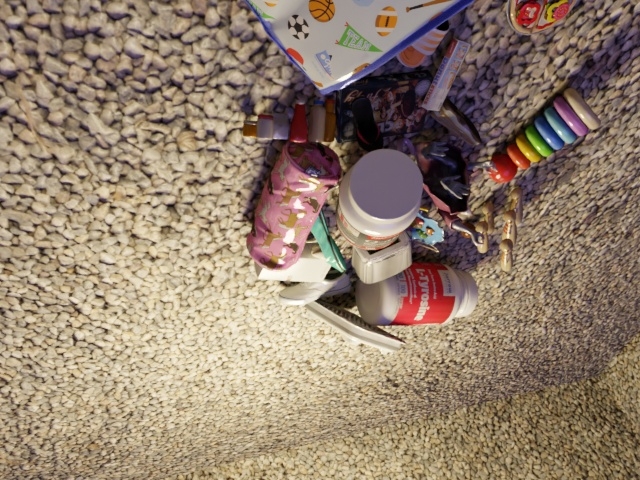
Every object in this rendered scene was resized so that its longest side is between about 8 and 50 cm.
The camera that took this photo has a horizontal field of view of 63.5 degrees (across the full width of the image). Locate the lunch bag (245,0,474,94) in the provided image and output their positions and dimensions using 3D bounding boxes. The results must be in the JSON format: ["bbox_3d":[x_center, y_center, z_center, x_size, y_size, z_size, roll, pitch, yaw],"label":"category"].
[{"bbox_3d":[0.052,-0.494,0.929,0.385,0.239,0.328,-32,121,25],"label":"lunch bag"}]

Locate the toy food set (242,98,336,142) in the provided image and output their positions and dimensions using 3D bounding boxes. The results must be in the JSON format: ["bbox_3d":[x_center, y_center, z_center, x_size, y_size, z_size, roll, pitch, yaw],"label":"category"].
[{"bbox_3d":[-0.071,-0.297,1.258,0.232,0.111,0.105,2,104,-10],"label":"toy food set"}]

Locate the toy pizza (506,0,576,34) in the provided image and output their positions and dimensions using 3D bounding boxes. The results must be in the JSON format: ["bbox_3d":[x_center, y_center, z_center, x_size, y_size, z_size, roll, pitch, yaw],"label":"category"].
[{"bbox_3d":[0.543,-0.586,1.237,0.201,0.032,0.201,-11,138,-10],"label":"toy pizza"}]

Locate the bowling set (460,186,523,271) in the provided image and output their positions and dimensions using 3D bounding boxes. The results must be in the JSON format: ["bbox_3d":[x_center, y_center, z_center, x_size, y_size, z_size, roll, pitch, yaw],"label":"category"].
[{"bbox_3d":[0.564,-0.047,1.731,0.199,0.287,0.154,5,138,22],"label":"bowling set"}]

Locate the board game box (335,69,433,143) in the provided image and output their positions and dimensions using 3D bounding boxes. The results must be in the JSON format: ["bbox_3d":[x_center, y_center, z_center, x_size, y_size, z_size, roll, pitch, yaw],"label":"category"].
[{"bbox_3d":[0.159,-0.344,1.337,0.243,0.042,0.165,-11,138,-11],"label":"board game box"}]

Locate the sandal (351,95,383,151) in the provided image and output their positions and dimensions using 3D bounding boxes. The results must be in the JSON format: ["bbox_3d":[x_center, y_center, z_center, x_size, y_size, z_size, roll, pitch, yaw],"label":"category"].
[{"bbox_3d":[0.120,-0.285,1.321,0.067,0.040,0.179,-24,139,4],"label":"sandal"}]

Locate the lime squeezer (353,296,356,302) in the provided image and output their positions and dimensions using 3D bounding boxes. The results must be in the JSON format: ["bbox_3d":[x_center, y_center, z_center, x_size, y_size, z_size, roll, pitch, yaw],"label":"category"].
[{"bbox_3d":[0.264,0.259,2.042,0.310,0.059,0.110,-1,106,-19],"label":"lime squeezer"}]

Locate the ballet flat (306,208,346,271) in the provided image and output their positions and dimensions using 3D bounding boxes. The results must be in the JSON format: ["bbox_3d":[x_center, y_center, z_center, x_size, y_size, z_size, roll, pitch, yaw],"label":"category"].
[{"bbox_3d":[0.000,0.000,1.586,0.087,0.083,0.247,-19,117,10],"label":"ballet flat"}]

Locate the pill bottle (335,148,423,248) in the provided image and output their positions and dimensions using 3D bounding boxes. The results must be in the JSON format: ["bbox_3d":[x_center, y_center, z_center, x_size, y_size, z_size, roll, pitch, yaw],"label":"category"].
[{"bbox_3d":[0.148,-0.100,1.359,0.210,0.210,0.363,-18,171,-3],"label":"pill bottle"}]

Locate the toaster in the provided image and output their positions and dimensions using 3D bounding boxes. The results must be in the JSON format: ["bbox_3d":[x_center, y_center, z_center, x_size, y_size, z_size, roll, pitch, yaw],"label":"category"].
[{"bbox_3d":[0.186,0.039,1.635,0.227,0.129,0.146,-22,146,-10],"label":"toaster"}]

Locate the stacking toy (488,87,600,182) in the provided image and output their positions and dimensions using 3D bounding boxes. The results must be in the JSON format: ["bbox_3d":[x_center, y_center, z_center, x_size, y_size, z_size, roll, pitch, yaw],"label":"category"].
[{"bbox_3d":[0.640,-0.294,1.539,0.141,0.141,0.330,24,130,-39],"label":"stacking toy"}]

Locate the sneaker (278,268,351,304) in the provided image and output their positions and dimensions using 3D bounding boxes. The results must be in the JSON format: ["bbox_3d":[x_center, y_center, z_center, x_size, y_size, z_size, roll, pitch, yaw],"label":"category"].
[{"bbox_3d":[-0.023,0.148,1.780,0.258,0.094,0.091,-14,118,-12],"label":"sneaker"}]

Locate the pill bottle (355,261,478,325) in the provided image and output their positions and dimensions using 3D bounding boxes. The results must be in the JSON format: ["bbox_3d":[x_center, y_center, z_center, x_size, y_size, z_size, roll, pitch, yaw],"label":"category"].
[{"bbox_3d":[0.349,0.189,1.851,0.407,0.229,0.229,3,134,-25],"label":"pill bottle"}]

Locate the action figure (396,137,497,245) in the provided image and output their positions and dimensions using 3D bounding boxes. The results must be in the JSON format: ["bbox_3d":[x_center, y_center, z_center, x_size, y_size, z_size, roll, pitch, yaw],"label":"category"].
[{"bbox_3d":[0.370,-0.134,1.542,0.275,0.248,0.370,9,172,18],"label":"action figure"}]

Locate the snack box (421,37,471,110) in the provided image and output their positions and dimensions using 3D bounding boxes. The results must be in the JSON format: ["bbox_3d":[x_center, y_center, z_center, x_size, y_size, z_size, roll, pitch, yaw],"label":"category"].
[{"bbox_3d":[0.315,-0.413,1.299,0.064,0.022,0.178,-10,131,-46],"label":"snack box"}]

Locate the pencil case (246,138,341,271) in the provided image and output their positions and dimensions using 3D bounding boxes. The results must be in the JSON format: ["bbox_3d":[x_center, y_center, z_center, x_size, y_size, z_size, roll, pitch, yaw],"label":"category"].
[{"bbox_3d":[-0.082,-0.088,1.426,0.160,0.167,0.386,-1,137,-32],"label":"pencil case"}]

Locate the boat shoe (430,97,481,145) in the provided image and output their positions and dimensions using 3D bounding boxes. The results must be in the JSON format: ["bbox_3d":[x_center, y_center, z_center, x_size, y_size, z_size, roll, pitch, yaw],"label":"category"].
[{"bbox_3d":[0.375,-0.319,1.445,0.072,0.068,0.190,-32,129,32],"label":"boat shoe"}]

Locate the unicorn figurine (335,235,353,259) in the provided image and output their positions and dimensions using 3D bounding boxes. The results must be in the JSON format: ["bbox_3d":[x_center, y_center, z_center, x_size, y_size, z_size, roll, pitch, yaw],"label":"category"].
[{"bbox_3d":[0.106,0.002,1.689,0.111,0.060,0.162,-38,151,5],"label":"unicorn figurine"}]

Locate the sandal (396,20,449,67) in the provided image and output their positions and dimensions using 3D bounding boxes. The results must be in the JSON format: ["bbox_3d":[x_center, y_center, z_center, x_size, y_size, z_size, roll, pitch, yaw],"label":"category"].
[{"bbox_3d":[0.250,-0.507,1.171,0.102,0.076,0.265,1,135,-22],"label":"sandal"}]

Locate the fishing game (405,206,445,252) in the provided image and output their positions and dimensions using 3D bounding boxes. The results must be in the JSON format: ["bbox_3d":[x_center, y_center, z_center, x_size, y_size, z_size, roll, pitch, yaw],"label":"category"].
[{"bbox_3d":[0.304,-0.036,1.643,0.041,0.189,0.264,-60,153,-18],"label":"fishing game"}]

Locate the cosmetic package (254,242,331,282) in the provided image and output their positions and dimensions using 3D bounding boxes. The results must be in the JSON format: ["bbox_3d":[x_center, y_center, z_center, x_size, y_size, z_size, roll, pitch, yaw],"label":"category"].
[{"bbox_3d":[-0.084,0.065,1.653,0.231,0.085,0.117,6,133,-25],"label":"cosmetic package"}]

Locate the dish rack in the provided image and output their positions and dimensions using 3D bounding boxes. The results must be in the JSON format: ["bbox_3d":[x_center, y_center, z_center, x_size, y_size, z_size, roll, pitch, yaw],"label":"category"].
[{"bbox_3d":[0.107,0.301,1.812,0.285,0.333,0.072,24,90,-40],"label":"dish rack"}]
